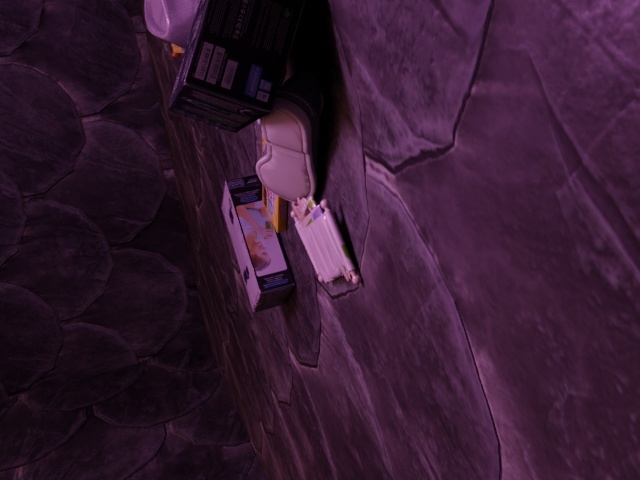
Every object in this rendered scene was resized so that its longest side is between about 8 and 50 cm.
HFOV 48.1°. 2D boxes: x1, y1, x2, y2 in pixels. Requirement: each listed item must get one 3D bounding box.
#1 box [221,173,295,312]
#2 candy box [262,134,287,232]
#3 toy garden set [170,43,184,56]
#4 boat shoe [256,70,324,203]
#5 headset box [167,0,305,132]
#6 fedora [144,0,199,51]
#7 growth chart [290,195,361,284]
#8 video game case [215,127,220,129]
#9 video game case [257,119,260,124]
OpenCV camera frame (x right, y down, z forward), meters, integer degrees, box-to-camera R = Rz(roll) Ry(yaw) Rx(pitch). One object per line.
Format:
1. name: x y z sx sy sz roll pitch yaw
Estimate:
1. box: -0.153 0.009 1.710 0.169 0.087 0.290 115 139 -66
2. candy box: -0.098 -0.121 1.521 0.206 0.027 0.105 95 153 -49
3. toy garden set: -0.363 -0.601 1.938 0.244 0.049 0.203 -150 58 -61
4. boat shoe: -0.041 -0.165 1.224 0.319 0.116 0.099 96 -161 -66
5. headset box: -0.134 -0.312 1.112 0.283 0.131 0.246 -175 102 -73
6. fedora: -0.347 -0.558 1.727 0.244 0.124 0.275 -49 57 51
7. growth chart: 0.000 0.000 1.263 0.237 0.021 0.172 164 85 -75
8. video game case: -0.324 -0.467 2.013 0.196 0.026 0.274 92 158 -45
9. video game case: -0.126 -0.368 1.409 0.227 0.026 0.206 125 130 -70
